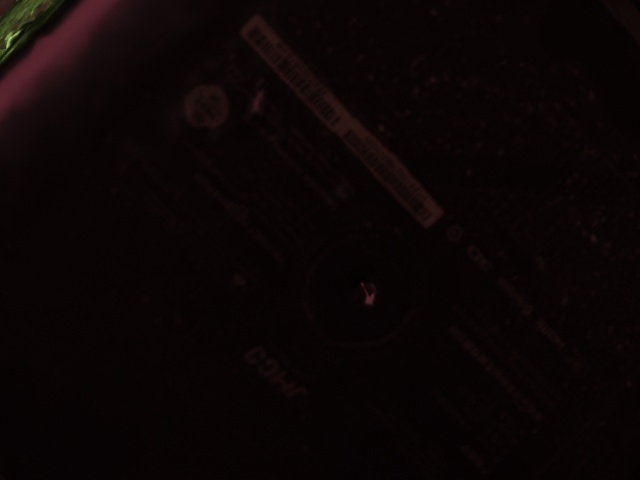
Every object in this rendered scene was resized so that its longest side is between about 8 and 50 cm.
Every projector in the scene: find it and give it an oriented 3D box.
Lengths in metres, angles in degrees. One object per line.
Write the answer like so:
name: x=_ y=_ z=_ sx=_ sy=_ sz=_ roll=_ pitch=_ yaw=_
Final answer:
projector: x=0.000 y=0.000 z=0.805 sx=0.405 sy=0.242 sz=0.395 roll=-45 pitch=106 yaw=0
